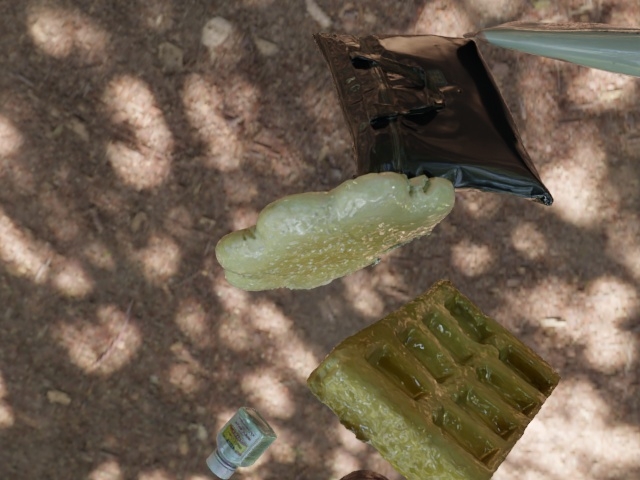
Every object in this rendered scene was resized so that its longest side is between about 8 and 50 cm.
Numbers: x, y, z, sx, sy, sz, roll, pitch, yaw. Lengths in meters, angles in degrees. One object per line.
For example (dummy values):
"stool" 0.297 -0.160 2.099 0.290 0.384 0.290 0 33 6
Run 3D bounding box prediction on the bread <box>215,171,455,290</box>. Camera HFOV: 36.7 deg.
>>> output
"bread" 0.000 0.000 0.921 0.182 0.039 0.251 0 158 -42

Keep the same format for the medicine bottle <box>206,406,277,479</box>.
"medicine bottle" -0.142 0.356 1.681 0.118 0.074 0.055 -48 150 8

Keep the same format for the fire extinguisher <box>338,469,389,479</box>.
"fire extinguisher" 0.050 0.434 1.310 0.114 0.337 0.135 35 98 -1

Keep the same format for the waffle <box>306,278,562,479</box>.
"waffle" 0.116 0.129 0.881 0.168 0.274 0.057 43 118 14

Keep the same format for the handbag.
"handbag" 0.108 -0.132 1.008 0.211 0.254 0.089 3 136 -20

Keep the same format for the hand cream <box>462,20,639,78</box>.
"hand cream" 0.330 -0.201 1.034 0.340 0.124 0.078 12 111 24
